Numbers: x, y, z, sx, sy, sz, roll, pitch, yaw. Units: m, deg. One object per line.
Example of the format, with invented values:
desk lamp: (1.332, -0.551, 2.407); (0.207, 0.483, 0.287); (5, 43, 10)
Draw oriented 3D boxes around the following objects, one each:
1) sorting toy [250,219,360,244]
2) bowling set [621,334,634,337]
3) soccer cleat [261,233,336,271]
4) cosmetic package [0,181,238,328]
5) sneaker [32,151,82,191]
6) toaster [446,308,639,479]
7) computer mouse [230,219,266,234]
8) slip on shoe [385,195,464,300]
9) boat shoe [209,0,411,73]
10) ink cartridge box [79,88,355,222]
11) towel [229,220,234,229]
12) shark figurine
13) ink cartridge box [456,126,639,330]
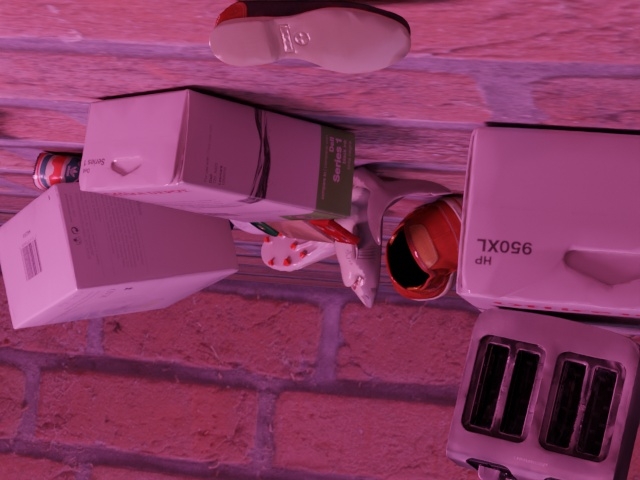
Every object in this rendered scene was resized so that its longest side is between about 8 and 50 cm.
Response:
sorting toy: (-0.047, -0.052, 1.649); (0.132, 0.046, 0.274); (34, 169, -23)
bowling set: (0.415, 0.073, 2.015); (0.154, 0.287, 0.200); (8, -149, 45)
soccer cleat: (0.000, 0.000, 2.029); (0.196, 0.068, 0.076); (-20, 165, 37)
cosmetic package: (-0.259, 0.014, 1.794); (0.225, 0.138, 0.224); (-8, 170, -33)
sneaker: (-0.291, -0.071, 1.787); (0.075, 0.057, 0.161); (9, 173, 24)
toaster: (0.224, 0.153, 1.363); (0.168, 0.185, 0.110); (12, 173, 19)
computer mouse: (-0.066, -0.025, 2.103); (0.193, 0.042, 0.106); (10, 174, -39)
slip on shoe: (0.129, 0.020, 1.895); (0.101, 0.123, 0.331); (-24, 174, -12)
boat shoe: (-0.005, -0.140, 0.939); (0.137, 0.049, 0.043); (1, -145, 16)
ink cartridge box: (-0.099, -0.077, 1.377); (0.160, 0.092, 0.219); (-1, 171, 45)
towel: (-0.194, -0.035, 2.194); (0.119, 0.029, 0.067); (4, 174, 3)
shark figurine: (0.071, -0.047, 1.657); (0.116, 0.166, 0.278); (-19, 161, -14)
ink cartridge box: (0.304, 0.005, 1.444); (0.285, 0.166, 0.395); (4, 174, 12)
